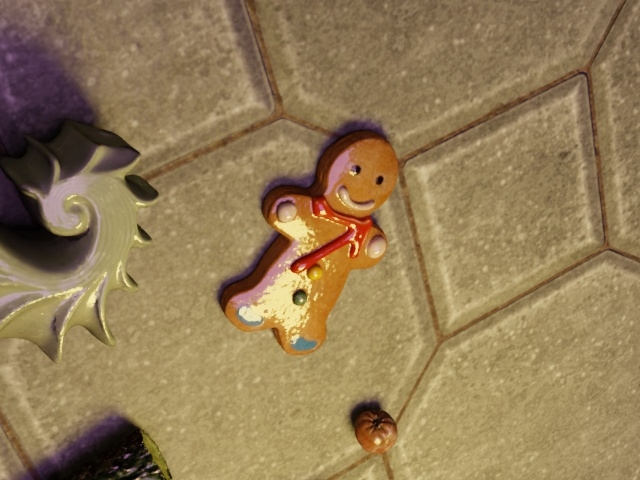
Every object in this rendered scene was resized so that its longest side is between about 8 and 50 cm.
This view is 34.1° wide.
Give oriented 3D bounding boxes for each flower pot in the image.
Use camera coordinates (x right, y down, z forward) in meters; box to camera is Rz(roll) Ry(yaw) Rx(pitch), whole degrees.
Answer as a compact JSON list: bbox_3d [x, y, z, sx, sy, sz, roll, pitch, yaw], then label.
[{"bbox_3d":[-0.366,-0.016,1.101,0.367,0.164,0.254,10,103,-34],"label":"flower pot"}]

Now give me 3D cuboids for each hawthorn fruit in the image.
[{"bbox_3d":[0.082,0.303,1.595,0.066,0.067,0.103,-17,137,-22],"label":"hawthorn fruit"}]

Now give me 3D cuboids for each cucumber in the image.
[{"bbox_3d":[-0.362,0.382,1.359,0.359,0.096,0.096,-33,126,-7],"label":"cucumber"}]

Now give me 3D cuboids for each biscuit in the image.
[{"bbox_3d":[0.002,0.001,1.399,0.205,0.049,0.324,28,97,-36],"label":"biscuit"}]
